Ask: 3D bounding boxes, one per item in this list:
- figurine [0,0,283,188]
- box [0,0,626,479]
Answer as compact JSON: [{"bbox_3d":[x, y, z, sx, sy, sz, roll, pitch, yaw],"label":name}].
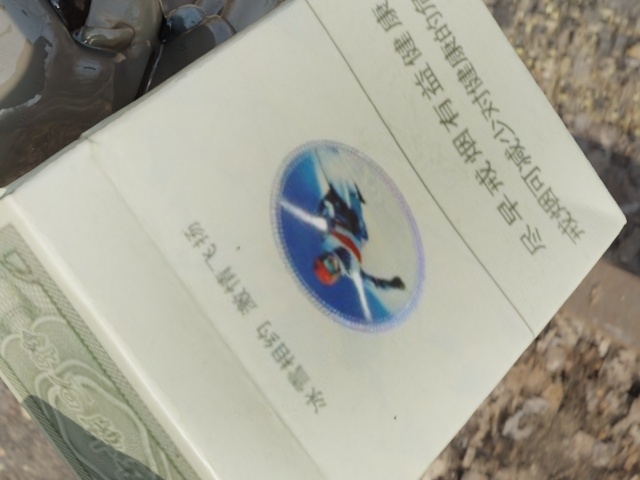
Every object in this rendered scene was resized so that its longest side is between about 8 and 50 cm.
[{"bbox_3d":[-0.142,-0.090,0.841,0.381,0.248,0.203,20,81,-18],"label":"figurine"},{"bbox_3d":[0.000,0.000,0.548,0.164,0.069,0.256,55,46,-7],"label":"box"}]
